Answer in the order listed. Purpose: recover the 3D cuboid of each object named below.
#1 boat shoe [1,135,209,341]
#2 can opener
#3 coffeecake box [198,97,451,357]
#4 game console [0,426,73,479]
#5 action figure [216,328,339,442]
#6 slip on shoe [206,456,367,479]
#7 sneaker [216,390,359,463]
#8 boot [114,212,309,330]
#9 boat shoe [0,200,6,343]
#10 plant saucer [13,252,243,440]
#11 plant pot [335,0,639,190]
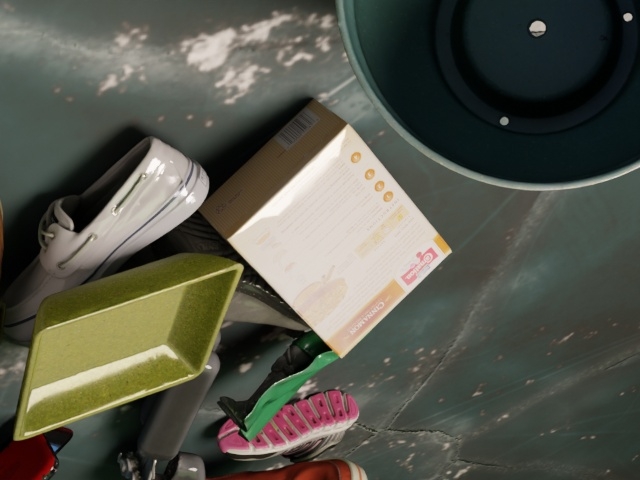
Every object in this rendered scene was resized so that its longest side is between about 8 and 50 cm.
[{"bbox_3d":[-0.200,-0.008,1.326,0.226,0.083,0.076,-40,124,10],"label":"boat shoe"},{"bbox_3d":[-0.147,0.189,1.619,0.093,0.074,0.280,9,134,-13],"label":"can opener"},{"bbox_3d":[0.007,-0.008,1.388,0.142,0.068,0.185,-44,128,-3],"label":"coffeecake box"},{"bbox_3d":[-0.300,0.254,1.557,0.144,0.124,0.085,-47,128,3],"label":"game console"},{"bbox_3d":[-0.002,0.101,1.580,0.232,0.063,0.137,-41,178,-13],"label":"action figure"},{"bbox_3d":[-0.095,0.306,1.726,0.331,0.123,0.101,-17,144,30],"label":"slip on shoe"},{"bbox_3d":[-0.039,0.221,1.753,0.170,0.063,0.075,-12,139,-30],"label":"sneaker"},{"bbox_3d":[-0.123,0.053,1.470,0.161,0.083,0.246,-31,147,26],"label":"boot"},{"bbox_3d":[-0.309,0.065,1.294,0.123,0.120,0.324,-13,145,-21],"label":"boat shoe"},{"bbox_3d":[-0.174,0.081,1.336,0.188,0.045,0.188,-18,153,-28],"label":"plant saucer"},{"bbox_3d":[0.166,-0.173,1.193,0.293,0.293,0.196,-29,173,4],"label":"plant pot"}]
